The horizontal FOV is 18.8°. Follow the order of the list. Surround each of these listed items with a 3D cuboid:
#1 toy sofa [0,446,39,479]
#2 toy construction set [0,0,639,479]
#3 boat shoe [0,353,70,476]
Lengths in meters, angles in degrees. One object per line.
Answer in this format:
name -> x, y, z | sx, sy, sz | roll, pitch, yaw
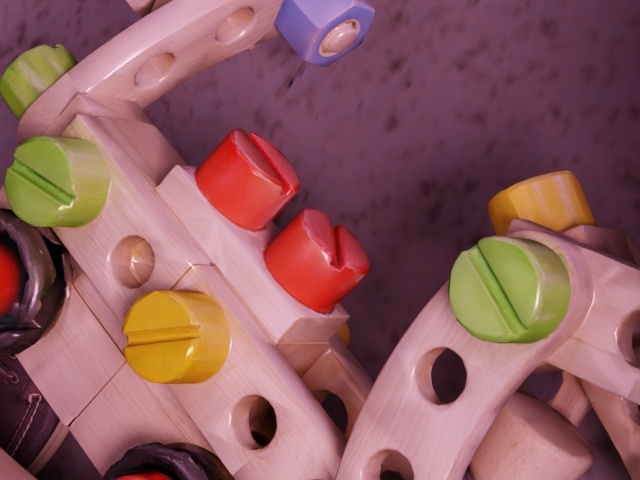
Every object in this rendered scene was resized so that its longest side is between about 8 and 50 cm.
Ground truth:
toy sofa -> -0.117, 0.181, 0.647 | 0.362, 0.177, 0.150 | 30, 120, 44
toy construction set -> 0.000, 0.000, 0.620 | 0.215, 0.151, 0.328 | -48, 52, 21
boat shoe -> -0.118, 0.033, 0.795 | 0.056, 0.049, 0.152 | 34, 103, 42
